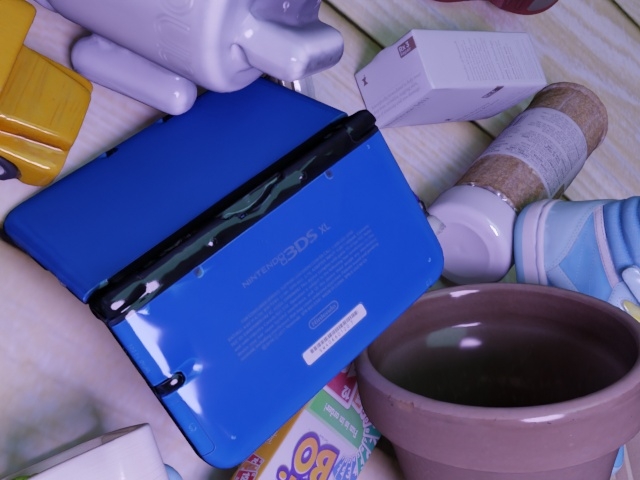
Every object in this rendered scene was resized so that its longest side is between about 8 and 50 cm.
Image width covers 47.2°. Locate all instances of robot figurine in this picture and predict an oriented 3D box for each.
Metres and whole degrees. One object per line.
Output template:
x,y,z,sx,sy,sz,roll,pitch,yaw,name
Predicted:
-0.135,-0.263,0.637,0.353,0.300,0.200,27,24,11,robot figurine

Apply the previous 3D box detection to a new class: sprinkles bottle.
0.263,-0.085,0.964,0.121,0.121,0.355,53,52,-8,sprinkles bottle

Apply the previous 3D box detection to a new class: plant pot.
0.168,0.191,0.693,0.263,0.263,0.229,-21,114,-39,plant pot

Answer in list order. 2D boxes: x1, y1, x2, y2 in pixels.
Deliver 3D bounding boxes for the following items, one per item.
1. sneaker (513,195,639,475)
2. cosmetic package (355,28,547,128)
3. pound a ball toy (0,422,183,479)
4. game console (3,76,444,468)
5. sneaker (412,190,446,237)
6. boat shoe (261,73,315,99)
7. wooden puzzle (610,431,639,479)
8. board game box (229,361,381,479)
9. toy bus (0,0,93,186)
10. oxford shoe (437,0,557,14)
0.326,0.100,0.768,0.127,0.208,0.319,-6,86,-45,sneaker
0.172,-0.208,0.948,0.231,0.117,0.086,-14,81,-37,cosmetic package
-0.102,0.294,0.510,0.135,0.208,0.319,-18,84,-38,pound a ball toy
-0.076,0.004,0.658,0.293,0.173,0.250,-38,108,-27,game console
0.000,0.000,0.768,0.293,0.102,0.146,-34,89,-43,sneaker
-0.058,-0.264,0.803,0.103,0.113,0.303,-15,82,-33,boat shoe
0.351,0.227,0.950,0.347,0.080,0.322,6,71,-39,wooden puzzle
-0.009,0.204,0.694,0.259,0.039,0.124,-50,129,-34,board game box
-0.338,-0.162,0.553,0.332,0.130,0.108,25,61,-27,toy bus
0.201,-0.425,1.071,0.348,0.123,0.130,8,43,-32,oxford shoe
